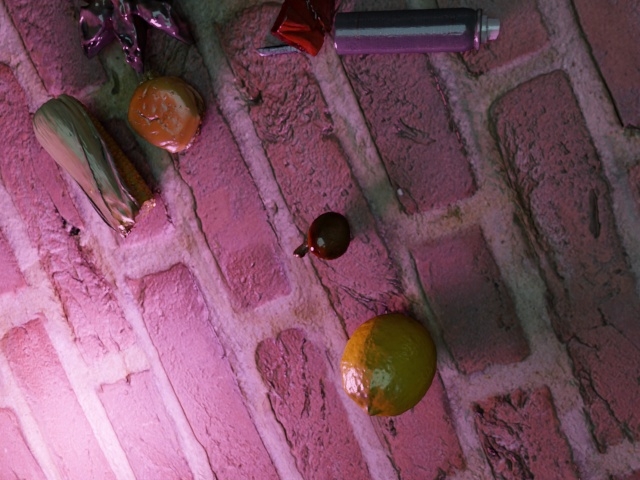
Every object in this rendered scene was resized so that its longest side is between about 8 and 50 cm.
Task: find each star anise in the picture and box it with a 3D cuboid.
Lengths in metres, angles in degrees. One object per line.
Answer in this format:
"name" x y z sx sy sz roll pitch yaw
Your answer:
"star anise" -0.362 -0.480 1.189 0.331 0.118 0.332 3 107 10

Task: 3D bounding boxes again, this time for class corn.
"corn" -0.454 -0.150 1.281 0.123 0.122 0.305 -38 93 5

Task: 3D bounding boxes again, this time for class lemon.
"lemon" 0.126 0.231 1.190 0.180 0.180 0.193 34 83 5

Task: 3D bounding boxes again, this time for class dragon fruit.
"dragon fruit" -0.013 -0.433 1.143 0.092 0.122 0.193 20 88 -17

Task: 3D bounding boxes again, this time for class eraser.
"eraser" -0.072 -0.358 1.192 0.099 0.027 0.019 -2 109 15

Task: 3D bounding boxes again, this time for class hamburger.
"hamburger" -0.299 -0.251 1.244 0.147 0.083 0.138 30 108 2

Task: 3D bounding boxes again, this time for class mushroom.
"mushroom" 0.002 0.006 1.232 0.129 0.073 0.088 -37 122 21

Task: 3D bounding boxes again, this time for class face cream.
"face cream" 0.165 -0.364 1.107 0.283 0.073 0.073 3 103 14
